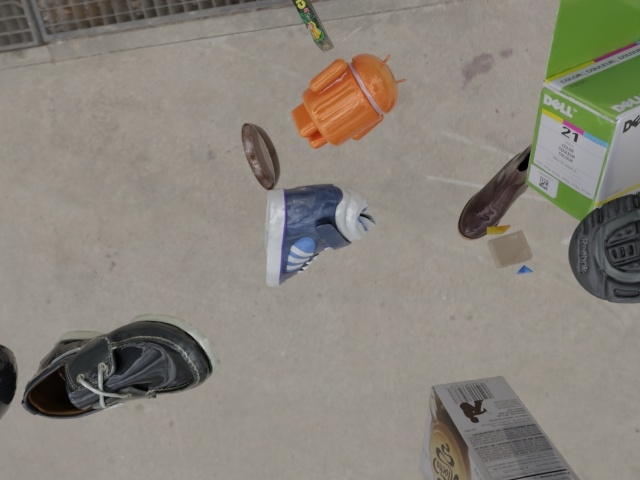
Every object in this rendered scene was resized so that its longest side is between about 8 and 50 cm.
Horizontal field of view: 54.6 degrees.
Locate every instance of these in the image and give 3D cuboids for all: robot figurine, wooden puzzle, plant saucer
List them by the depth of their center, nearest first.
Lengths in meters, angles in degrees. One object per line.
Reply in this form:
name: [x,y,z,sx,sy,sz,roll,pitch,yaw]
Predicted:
robot figurine: [0.054,-0.264,1.174,0.219,0.128,0.158,-31,106,16]
wooden puzzle: [0.374,0.019,1.225,0.078,0.116,0.014,-14,150,15]
plant saucer: [-0.136,-0.198,1.452,0.029,0.168,0.168,-24,114,-22]

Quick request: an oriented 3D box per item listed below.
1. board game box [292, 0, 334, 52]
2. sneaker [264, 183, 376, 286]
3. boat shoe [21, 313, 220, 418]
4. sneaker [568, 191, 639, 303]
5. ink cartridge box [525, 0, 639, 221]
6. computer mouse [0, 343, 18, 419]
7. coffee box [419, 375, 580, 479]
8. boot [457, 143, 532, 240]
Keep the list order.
board game box: [-0.053,-0.492,1.196,0.030,0.136,0.260,-28,94,14]
sneaker: [0.000,-0.001,1.342,0.236,0.130,0.323,-1,146,-8]
boat shoe: [-0.183,0.122,0.556,0.233,0.079,0.084,-14,114,35]
sneaker: [0.356,-0.015,0.524,0.286,0.130,0.109,-12,78,17]
ink cartridge box: [0.311,-0.163,0.589,0.188,0.097,0.255,-24,135,-18]
computer mouse: [-0.341,0.141,0.484,0.188,0.272,0.072,-42,74,4]
coffee box: [0.243,0.340,0.798,0.118,0.297,0.168,-5,120,-13]
boot: [0.406,-0.119,1.382,0.090,0.207,0.248,42,80,14]
